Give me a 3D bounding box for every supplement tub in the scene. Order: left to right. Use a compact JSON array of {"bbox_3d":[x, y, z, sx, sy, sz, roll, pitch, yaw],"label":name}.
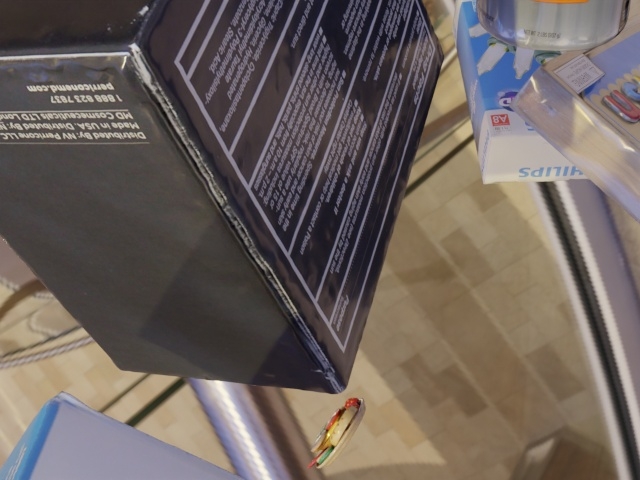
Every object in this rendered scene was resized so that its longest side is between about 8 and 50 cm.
[{"bbox_3d":[0.175,-0.244,0.765,0.117,0.117,0.190,15,129,23],"label":"supplement tub"}]

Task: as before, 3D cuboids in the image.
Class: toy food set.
[{"bbox_3d":[0.016,0.186,1.028,0.020,0.083,0.082,34,110,-1],"label":"toy food set"}]

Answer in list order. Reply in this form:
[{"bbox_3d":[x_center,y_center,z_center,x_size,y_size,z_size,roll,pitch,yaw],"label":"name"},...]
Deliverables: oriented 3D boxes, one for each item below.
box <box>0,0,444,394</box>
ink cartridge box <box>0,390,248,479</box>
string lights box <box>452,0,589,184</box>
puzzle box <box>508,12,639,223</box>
[{"bbox_3d":[-0.068,-0.108,0.646,0.183,0.296,0.294,2,144,25],"label":"box"},{"bbox_3d":[-0.086,0.209,0.371,0.168,0.171,0.232,28,130,-15],"label":"ink cartridge box"},{"bbox_3d":[0.233,-0.182,1.197,0.133,0.259,0.076,-3,140,-2],"label":"string lights box"},{"bbox_3d":[0.382,-0.112,1.067,0.272,0.409,0.052,44,128,11],"label":"puzzle box"}]
